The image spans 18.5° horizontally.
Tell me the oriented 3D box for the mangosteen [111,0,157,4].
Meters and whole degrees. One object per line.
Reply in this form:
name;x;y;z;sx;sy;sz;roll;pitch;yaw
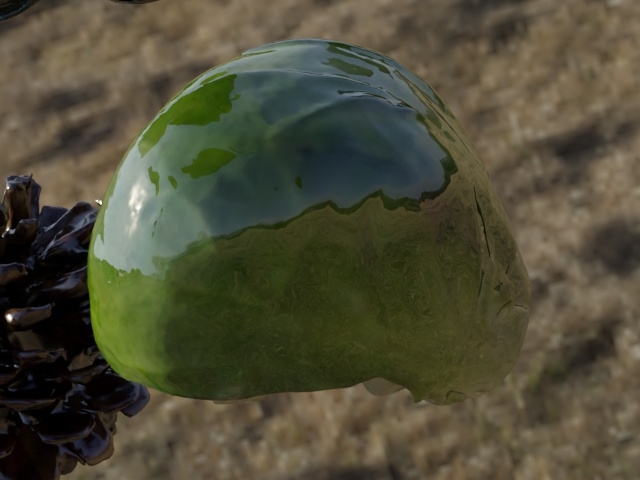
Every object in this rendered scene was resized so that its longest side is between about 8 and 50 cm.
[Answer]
mangosteen;-0.168;-0.255;1.581;0.151;0.137;0.137;0;24;17

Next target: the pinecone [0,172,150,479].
pinecone;-0.291;0.080;1.861;0.298;0.296;0.242;-16;23;-33

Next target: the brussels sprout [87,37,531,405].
brussels sprout;0.000;0.000;1.590;0.371;0.315;0.276;10;14;-27

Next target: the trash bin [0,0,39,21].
trash bin;-0.328;-0.266;1.697;0.175;0.175;0.161;-10;9;20
